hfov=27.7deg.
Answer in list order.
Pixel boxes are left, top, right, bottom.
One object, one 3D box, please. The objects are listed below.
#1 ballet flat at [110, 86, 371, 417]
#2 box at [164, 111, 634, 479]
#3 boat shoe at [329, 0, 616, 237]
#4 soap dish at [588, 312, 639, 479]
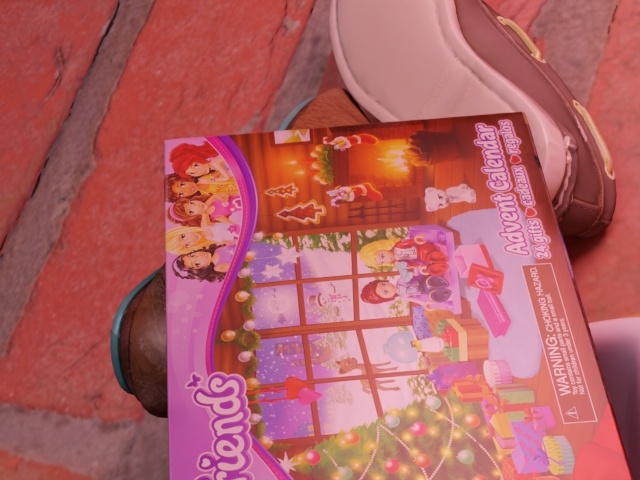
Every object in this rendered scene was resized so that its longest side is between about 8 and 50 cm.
[{"bbox_3d":[0.000,0.000,0.817,0.124,0.116,0.342,6,27,22],"label":"ballet flat"},{"bbox_3d":[0.028,0.060,0.625,0.200,0.057,0.293,-5,48,-3],"label":"box"},{"bbox_3d":[0.096,-0.108,0.891,0.109,0.091,0.305,-53,42,24],"label":"boat shoe"},{"bbox_3d":[0.079,0.173,0.702,0.290,0.118,0.229,-15,54,28],"label":"soap dish"}]
